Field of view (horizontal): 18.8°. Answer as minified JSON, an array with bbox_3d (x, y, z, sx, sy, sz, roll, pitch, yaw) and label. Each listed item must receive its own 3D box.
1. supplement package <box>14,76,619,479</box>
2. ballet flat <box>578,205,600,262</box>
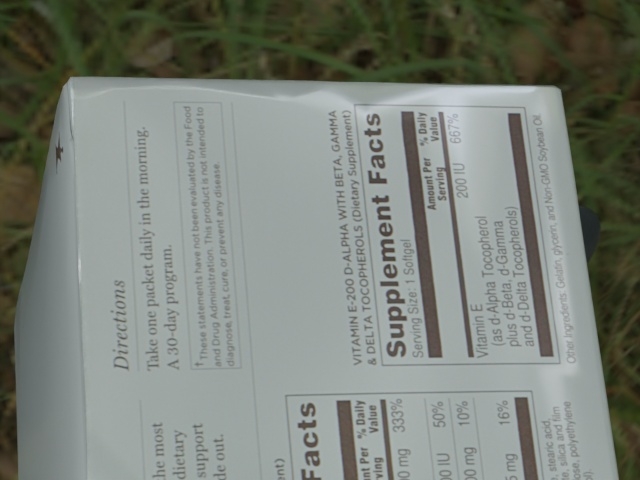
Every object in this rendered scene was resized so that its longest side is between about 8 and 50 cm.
[{"bbox_3d":[-0.010,0.113,0.570,0.145,0.204,0.262,1,67,-13],"label":"supplement package"},{"bbox_3d":[0.143,0.038,1.487,0.203,0.074,0.074,-25,86,-15],"label":"ballet flat"}]
